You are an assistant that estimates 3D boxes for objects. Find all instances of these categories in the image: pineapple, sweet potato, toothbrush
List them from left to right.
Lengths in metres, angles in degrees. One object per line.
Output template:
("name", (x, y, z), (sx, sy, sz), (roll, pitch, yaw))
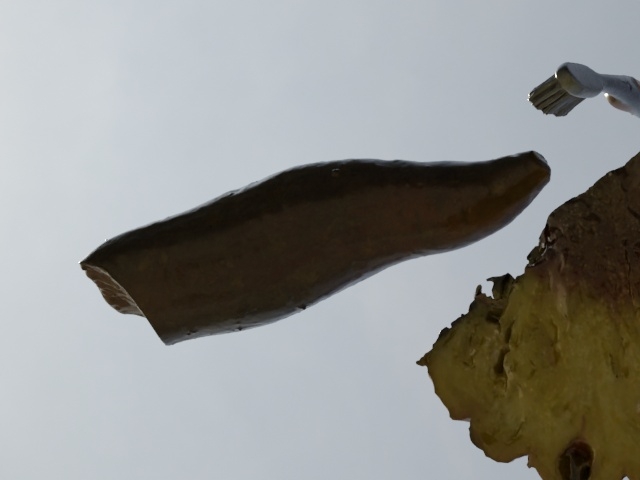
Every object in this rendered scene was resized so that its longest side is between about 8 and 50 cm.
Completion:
("sweet potato", (0.000, 0.000, 0.844), (0.244, 0.077, 0.077), (-15, -83, 2))
("toothbrush", (0.182, -0.083, 0.961), (0.031, 0.321, 0.023), (-32, -101, 23))
("pineapple", (0.187, 0.042, 0.719), (0.250, 0.164, 0.140), (-39, -123, 18))
